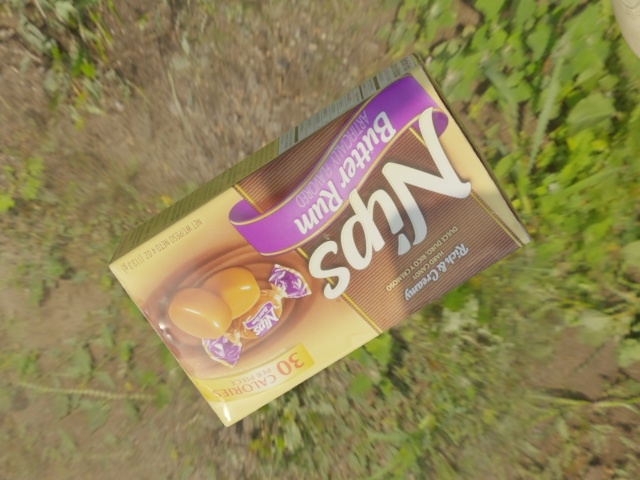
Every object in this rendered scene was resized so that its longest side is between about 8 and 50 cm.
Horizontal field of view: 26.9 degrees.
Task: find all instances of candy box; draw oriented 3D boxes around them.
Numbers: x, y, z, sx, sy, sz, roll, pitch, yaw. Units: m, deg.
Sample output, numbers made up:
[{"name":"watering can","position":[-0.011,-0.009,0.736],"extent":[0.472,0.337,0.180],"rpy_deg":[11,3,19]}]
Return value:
[{"name":"candy box","position":[0.000,0.000,0.689],"extent":[0.187,0.053,0.109],"rpy_deg":[-31,104,9]}]

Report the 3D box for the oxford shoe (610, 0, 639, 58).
[{"name":"oxford shoe","position":[0.177,-0.280,0.995],"extent":[0.146,0.140,0.397],"rpy_deg":[-30,119,2]}]
